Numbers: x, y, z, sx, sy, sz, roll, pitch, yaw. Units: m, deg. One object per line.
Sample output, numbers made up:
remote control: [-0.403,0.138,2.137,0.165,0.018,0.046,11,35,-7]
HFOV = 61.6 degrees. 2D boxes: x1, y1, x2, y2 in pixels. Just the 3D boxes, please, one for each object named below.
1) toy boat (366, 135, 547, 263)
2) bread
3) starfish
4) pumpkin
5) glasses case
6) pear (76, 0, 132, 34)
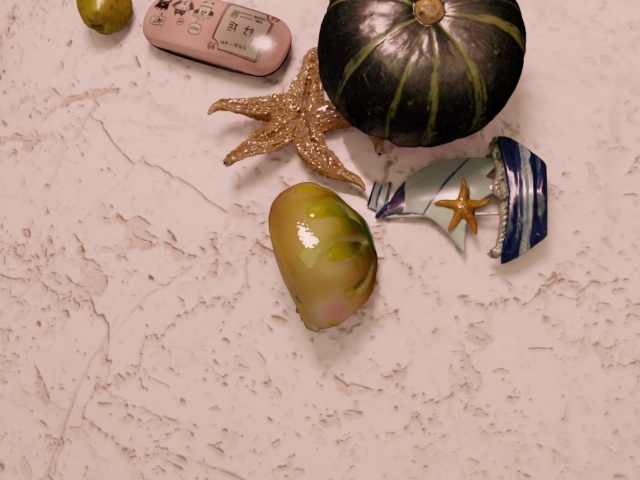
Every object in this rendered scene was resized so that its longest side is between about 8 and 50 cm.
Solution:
toy boat: [0.223,-0.068,0.901,0.291,0.067,0.220,-1,75,23]
bread: [0.002,0.009,0.861,0.158,0.156,0.260,-21,74,7]
starfish: [-0.046,-0.205,0.968,0.303,0.060,0.299,-10,74,-3]
pumpkin: [0.154,-0.300,0.852,0.324,0.241,0.323,1,74,-4]
glasses case: [-0.204,-0.402,1.043,0.315,0.075,0.122,21,84,15]
pear: [-0.439,-0.484,1.096,0.107,0.107,0.131,0,65,11]
